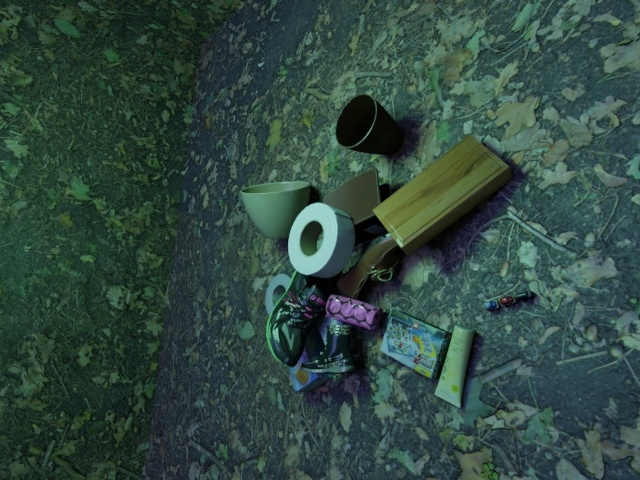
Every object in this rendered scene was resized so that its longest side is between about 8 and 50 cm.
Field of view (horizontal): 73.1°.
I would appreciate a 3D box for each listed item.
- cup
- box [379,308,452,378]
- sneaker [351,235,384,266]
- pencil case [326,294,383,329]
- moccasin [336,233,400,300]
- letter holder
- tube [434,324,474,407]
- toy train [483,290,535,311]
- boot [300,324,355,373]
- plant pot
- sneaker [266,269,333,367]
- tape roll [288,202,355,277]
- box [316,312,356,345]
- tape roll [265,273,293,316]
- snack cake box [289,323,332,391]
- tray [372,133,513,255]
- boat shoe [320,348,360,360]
[{"bbox_3d":[-0.203,-0.141,2.064,0.331,0.331,0.236,15,116,50],"label":"cup"},{"bbox_3d":[0.321,0.348,1.477,0.233,0.044,0.159,19,93,50],"label":"box"},{"bbox_3d":[0.184,0.033,1.719,0.188,0.066,0.071,-47,45,27],"label":"sneaker"},{"bbox_3d":[0.125,0.275,1.635,0.209,0.095,0.098,10,54,26],"label":"pencil case"},{"bbox_3d":[0.211,0.102,1.613,0.380,0.139,0.147,-47,69,28],"label":"moccasin"},{"bbox_3d":[0.165,-0.129,1.732,0.302,0.152,0.214,-26,57,41],"label":"letter holder"},{"bbox_3d":[0.422,0.387,1.344,0.070,0.062,0.240,-71,-6,-86],"label":"tube"},{"bbox_3d":[0.551,0.180,1.276,0.158,0.036,0.027,-29,57,40],"label":"toy train"},{"bbox_3d":[0.027,0.417,1.653,0.237,0.085,0.178,-12,71,35],"label":"boot"},{"bbox_3d":[0.213,-0.428,1.708,0.215,0.230,0.215,-19,63,44],"label":"plant pot"},{"bbox_3d":[-0.070,0.267,1.740,0.202,0.185,0.482,-28,38,54],"label":"sneaker"},{"bbox_3d":[0.000,0.000,1.677,0.286,0.100,0.286,-19,64,45],"label":"tape roll"},{"bbox_3d":[0.060,0.346,1.753,0.126,0.072,0.137,-48,47,27],"label":"box"},{"bbox_3d":[-0.169,0.269,2.039,0.219,0.072,0.219,-19,64,45],"label":"tape roll"},{"bbox_3d":[-0.061,0.486,1.833,0.152,0.089,0.264,-44,48,31],"label":"snack cake box"},{"bbox_3d":[0.393,-0.152,1.436,0.411,0.076,0.202,-38,49,9],"label":"tray"},{"bbox_3d":[0.082,0.466,1.704,0.183,0.066,0.066,-10,91,41],"label":"boat shoe"}]
